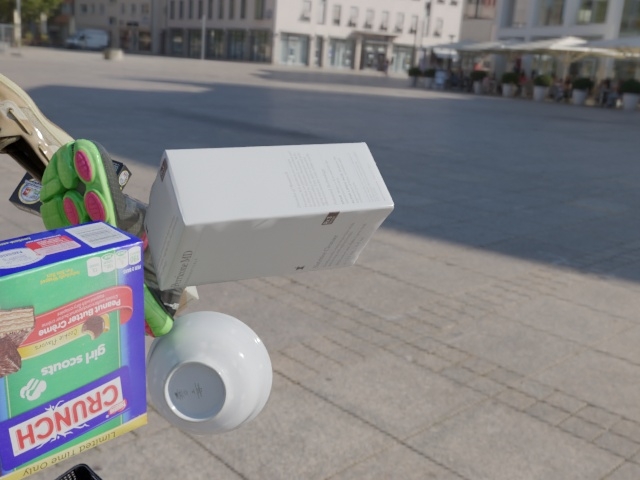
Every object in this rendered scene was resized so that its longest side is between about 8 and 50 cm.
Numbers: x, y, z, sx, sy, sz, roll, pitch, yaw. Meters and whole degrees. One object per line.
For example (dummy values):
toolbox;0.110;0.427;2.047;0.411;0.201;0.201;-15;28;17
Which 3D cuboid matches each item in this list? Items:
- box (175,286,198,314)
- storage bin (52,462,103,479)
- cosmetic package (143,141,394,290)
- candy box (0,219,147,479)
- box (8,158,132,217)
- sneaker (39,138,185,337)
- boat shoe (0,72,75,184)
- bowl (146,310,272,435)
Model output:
box;-0.519;0.106;2.099;0.311;0.148;0.121;42;17;-48
storage bin;-0.495;0.533;1.356;0.122;0.084;0.180;21;42;41
cosmetic package;-0.095;-0.046;1.237;0.385;0.217;0.156;-9;61;-27
candy box;-0.391;0.157;0.997;0.122;0.317;0.268;24;29;38
box;-0.697;-0.150;1.972;0.270;0.216;0.060;19;-21;17
sneaker;-0.411;-0.014;1.456;0.185;0.482;0.202;6;44;22
boat shoe;-0.653;-0.239;1.489;0.122;0.341;0.110;-35;21;45
bowl;-0.263;0.315;1.576;0.298;0.297;0.134;5;8;3
